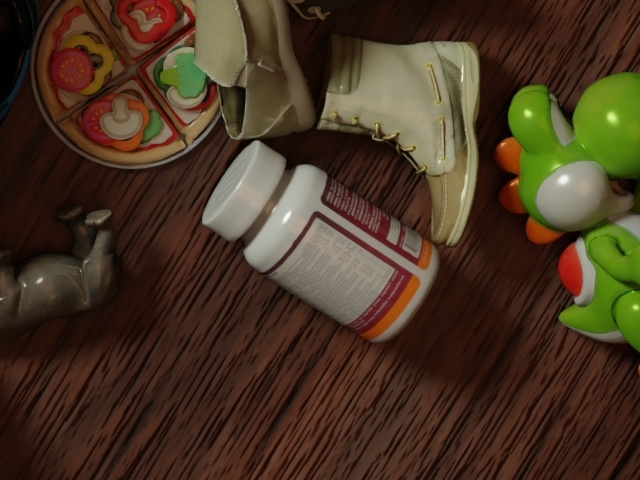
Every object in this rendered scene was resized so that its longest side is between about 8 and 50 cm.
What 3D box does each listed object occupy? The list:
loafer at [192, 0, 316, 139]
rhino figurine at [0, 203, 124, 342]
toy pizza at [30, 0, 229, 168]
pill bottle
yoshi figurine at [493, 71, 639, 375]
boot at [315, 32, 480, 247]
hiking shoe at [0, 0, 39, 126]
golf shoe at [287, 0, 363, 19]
[{"bbox_3d":[-0.080,-0.196,1.652,0.092,0.102,0.268,-32,128,-13],"label":"loafer"},{"bbox_3d":[-0.307,0.048,1.697,0.243,0.073,0.106,-19,117,-6],"label":"rhino figurine"},{"bbox_3d":[-0.186,-0.170,1.712,0.201,0.032,0.201,-2,98,-11],"label":"toy pizza"},{"bbox_3d":[0.000,0.000,1.728,0.221,0.121,0.121,33,91,-13],"label":"pill bottle"},{"bbox_3d":[0.337,-0.022,1.768,0.203,0.203,0.362,-37,101,-20],"label":"yoshi figurine"},{"bbox_3d":[0.075,-0.102,1.743,0.165,0.077,0.213,4,83,-11],"label":"boot"},{"bbox_3d":[-0.356,-0.114,1.634,0.113,0.132,0.304,19,94,-13],"label":"hiking shoe"},{"bbox_3d":[0.029,-0.275,1.719,0.272,0.105,0.120,15,112,-8],"label":"golf shoe"}]
